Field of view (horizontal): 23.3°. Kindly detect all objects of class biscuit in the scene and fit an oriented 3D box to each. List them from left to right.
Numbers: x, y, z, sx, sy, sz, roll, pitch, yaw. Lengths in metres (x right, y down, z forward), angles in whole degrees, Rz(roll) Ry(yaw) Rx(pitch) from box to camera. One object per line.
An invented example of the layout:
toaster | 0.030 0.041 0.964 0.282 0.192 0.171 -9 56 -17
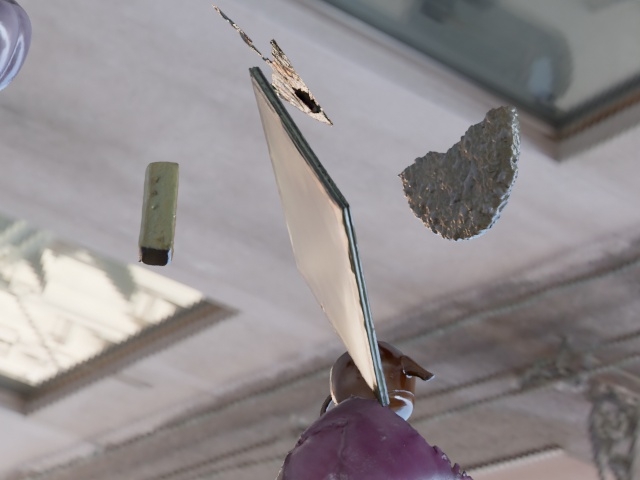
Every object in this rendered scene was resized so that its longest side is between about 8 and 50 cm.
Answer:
biscuit | -0.251 -0.044 2.409 0.052 0.056 0.188 95 -3 -48
biscuit | 0.184 -0.069 1.979 0.250 0.032 0.133 -32 -113 54

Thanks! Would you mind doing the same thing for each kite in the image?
kite | -0.070 -0.249 2.224 0.012 0.250 0.229 -42 173 -12

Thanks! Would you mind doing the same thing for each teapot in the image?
teapot | 0.068 0.197 1.951 0.173 0.116 0.116 -37 -145 20

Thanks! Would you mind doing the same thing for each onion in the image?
onion | 0.043 0.243 1.286 0.207 0.200 0.201 58 50 -73

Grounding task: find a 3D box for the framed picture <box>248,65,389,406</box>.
framed picture | 0.000 0.000 1.177 0.010 0.231 0.173 -23 -131 -10

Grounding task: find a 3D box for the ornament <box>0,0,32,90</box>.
ornament | -0.465 -0.280 2.031 0.177 0.177 0.178 -44 -147 39
